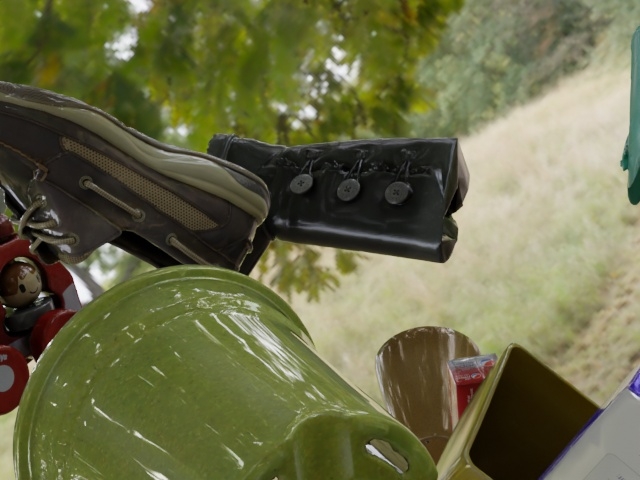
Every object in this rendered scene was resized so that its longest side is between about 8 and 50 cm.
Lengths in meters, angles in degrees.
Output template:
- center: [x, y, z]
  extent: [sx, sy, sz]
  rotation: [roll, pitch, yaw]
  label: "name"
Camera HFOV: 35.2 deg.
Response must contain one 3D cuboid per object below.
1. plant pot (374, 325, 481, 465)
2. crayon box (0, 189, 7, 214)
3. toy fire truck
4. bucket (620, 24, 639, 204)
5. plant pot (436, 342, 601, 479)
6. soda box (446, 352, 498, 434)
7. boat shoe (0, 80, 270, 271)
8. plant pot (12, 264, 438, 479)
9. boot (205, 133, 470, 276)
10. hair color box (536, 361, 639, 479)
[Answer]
- center: [0.233, 0.352, 2.125]
  extent: [0.237, 0.237, 0.254]
  rotation: [-46, 24, 32]
  label: "plant pot"
- center: [-0.608, -0.167, 1.547]
  extent: [0.319, 0.202, 0.081]
  rotation: [93, -176, -48]
  label: "crayon box"
- center: [-0.487, 0.100, 1.482]
  extent: [0.169, 0.254, 0.302]
  rotation: [0, 21, 38]
  label: "toy fire truck"
- center: [0.460, -0.142, 1.070]
  extent: [0.281, 0.281, 0.183]
  rotation: [139, 134, -66]
  label: "bucket"
- center: [0.220, 0.285, 1.129]
  extent: [0.187, 0.212, 0.212]
  rotation: [-53, -1, 39]
  label: "plant pot"
- center: [0.249, 0.315, 1.565]
  extent: [0.083, 0.263, 0.092]
  rotation: [-7, 19, -1]
  label: "soda box"
- center: [-0.214, -0.042, 0.910]
  extent: [0.132, 0.355, 0.130]
  rotation: [-17, 58, 64]
  label: "boat shoe"
- center: [-0.053, 0.176, 0.738]
  extent: [0.276, 0.276, 0.254]
  rotation: [-50, 30, -14]
  label: "plant pot"
- center: [0.000, -0.002, 1.655]
  extent: [0.146, 0.445, 0.367]
  rotation: [53, -135, -67]
  label: "boot"
- center: [0.245, 0.250, 0.792]
  extent: [0.110, 0.185, 0.339]
  rotation: [-32, -24, -48]
  label: "hair color box"
